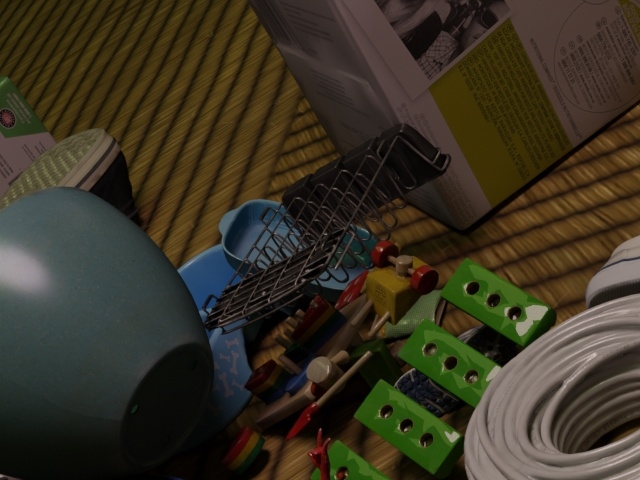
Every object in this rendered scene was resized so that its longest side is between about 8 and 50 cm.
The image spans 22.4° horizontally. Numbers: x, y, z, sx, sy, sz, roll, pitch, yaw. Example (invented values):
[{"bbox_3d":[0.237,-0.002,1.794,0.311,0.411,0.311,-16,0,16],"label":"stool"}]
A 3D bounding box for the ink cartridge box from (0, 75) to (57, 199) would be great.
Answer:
[{"bbox_3d":[-0.531,-0.084,2.420,0.278,0.201,0.117,-43,27,-20],"label":"ink cartridge box"}]

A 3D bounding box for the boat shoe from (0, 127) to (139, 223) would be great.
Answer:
[{"bbox_3d":[-0.382,0.045,2.082,0.186,0.156,0.500,-10,30,34],"label":"boat shoe"}]

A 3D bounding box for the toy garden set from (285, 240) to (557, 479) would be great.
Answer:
[{"bbox_3d":[0.077,0.126,1.468,0.204,0.049,0.244,32,84,42],"label":"toy garden set"}]

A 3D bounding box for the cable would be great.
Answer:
[{"bbox_3d":[0.240,0.150,1.289,0.257,0.089,0.257,-43,27,-21],"label":"cable"}]

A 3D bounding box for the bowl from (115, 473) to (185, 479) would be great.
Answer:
[{"bbox_3d":[-0.233,0.365,1.457,0.391,0.077,0.391,-26,27,14],"label":"bowl"}]

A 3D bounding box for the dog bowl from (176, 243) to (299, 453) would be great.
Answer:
[{"bbox_3d":[-0.133,0.110,1.790,0.166,0.074,0.297,-15,32,32],"label":"dog bowl"}]

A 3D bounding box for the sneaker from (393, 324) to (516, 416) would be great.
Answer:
[{"bbox_3d":[0.127,0.120,1.519,0.135,0.052,0.058,-32,6,14],"label":"sneaker"}]

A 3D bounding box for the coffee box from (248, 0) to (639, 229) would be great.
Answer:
[{"bbox_3d":[0.144,-0.273,1.838,0.334,0.338,0.337,-37,26,-9],"label":"coffee box"}]

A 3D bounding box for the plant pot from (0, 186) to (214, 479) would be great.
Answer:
[{"bbox_3d":[-0.218,0.117,1.553,0.195,0.290,0.290,25,58,29],"label":"plant pot"}]

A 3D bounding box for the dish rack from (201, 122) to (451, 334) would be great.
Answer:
[{"bbox_3d":[0.000,0.000,1.626,0.208,0.074,0.271,-29,20,40],"label":"dish rack"}]

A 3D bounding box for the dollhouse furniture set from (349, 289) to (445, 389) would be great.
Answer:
[{"bbox_3d":[0.071,0.085,1.620,0.076,0.059,0.152,-16,31,30],"label":"dollhouse furniture set"}]

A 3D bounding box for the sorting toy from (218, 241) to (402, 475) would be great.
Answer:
[{"bbox_3d":[-0.013,0.104,1.611,0.274,0.046,0.132,-56,9,-29],"label":"sorting toy"}]

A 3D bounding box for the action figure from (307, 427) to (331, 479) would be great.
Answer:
[{"bbox_3d":[-0.001,0.256,1.318,0.091,0.139,0.280,-12,17,-20],"label":"action figure"}]

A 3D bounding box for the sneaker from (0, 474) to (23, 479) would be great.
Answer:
[{"bbox_3d":[-0.350,0.204,1.849,0.121,0.099,0.262,-29,27,-1],"label":"sneaker"}]

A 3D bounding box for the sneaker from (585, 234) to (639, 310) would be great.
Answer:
[{"bbox_3d":[0.348,0.010,1.400,0.258,0.094,0.091,-12,37,37],"label":"sneaker"}]

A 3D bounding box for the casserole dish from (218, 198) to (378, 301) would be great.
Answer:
[{"bbox_3d":[-0.022,0.015,1.783,0.188,0.037,0.114,16,41,9],"label":"casserole dish"}]
